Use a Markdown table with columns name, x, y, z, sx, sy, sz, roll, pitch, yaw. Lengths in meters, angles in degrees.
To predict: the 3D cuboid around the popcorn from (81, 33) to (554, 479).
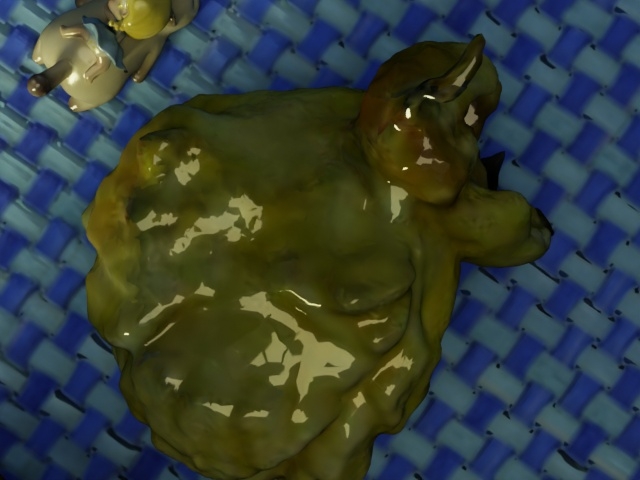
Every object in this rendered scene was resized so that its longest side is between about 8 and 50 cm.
| name | x | y | z | sx | sy | sz | roll | pitch | yaw |
| --- | --- | --- | --- | --- | --- | --- | --- | --- | --- |
| popcorn | 0.001 | 0.009 | 0.803 | 0.195 | 0.173 | 0.168 | -21 | 52 | 9 |

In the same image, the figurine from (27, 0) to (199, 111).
| name | x | y | z | sx | sy | sz | roll | pitch | yaw |
| --- | --- | --- | --- | --- | --- | --- | --- | --- | --- |
| figurine | -0.090 | -0.089 | 0.855 | 0.083 | 0.050 | 0.047 | -42 | 98 | 6 |

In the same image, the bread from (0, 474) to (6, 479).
| name | x | y | z | sx | sy | sz | roll | pitch | yaw |
| --- | --- | --- | --- | --- | --- | --- | --- | --- | --- |
| bread | -0.115 | 0.238 | 0.787 | 0.167 | 0.324 | 0.278 | 2 | 108 | -41 |
